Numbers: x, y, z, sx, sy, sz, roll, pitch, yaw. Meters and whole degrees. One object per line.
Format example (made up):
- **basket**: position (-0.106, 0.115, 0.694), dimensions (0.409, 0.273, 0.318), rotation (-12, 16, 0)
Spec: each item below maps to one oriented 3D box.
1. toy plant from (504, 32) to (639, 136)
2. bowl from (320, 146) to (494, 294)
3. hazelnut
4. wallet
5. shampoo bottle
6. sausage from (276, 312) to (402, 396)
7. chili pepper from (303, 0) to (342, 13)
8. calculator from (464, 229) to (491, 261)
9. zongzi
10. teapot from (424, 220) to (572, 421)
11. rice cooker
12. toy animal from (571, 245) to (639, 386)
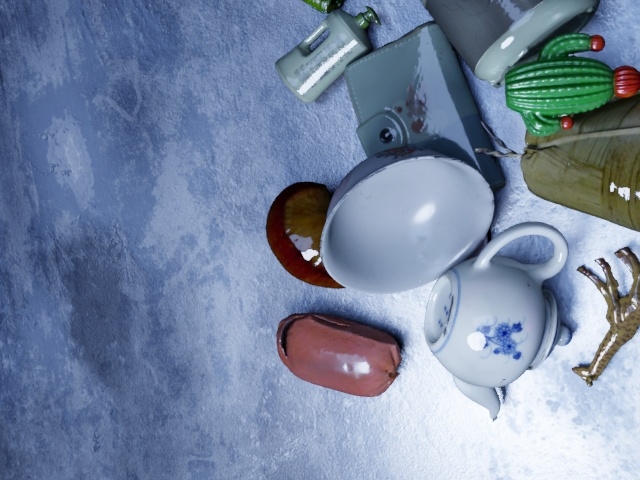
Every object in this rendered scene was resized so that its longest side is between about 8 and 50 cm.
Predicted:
- **toy plant**: position (0.435, -0.281, 1.696), dimensions (0.240, 0.088, 0.155), rotation (-28, 83, 12)
- **bowl**: position (0.143, -0.068, 1.876), dimensions (0.345, 0.345, 0.157), rotation (-44, 42, 21)
- **hazelnut**: position (0.000, 0.000, 2.032), dimensions (0.251, 0.217, 0.217), rotation (32, 109, -7)
- **wallet**: position (0.195, -0.230, 1.970), dimensions (0.252, 0.083, 0.360), rotation (-22, 90, 25)
- **shampoo bottle**: position (0.024, -0.400, 2.039), dimensions (0.234, 0.087, 0.118), rotation (-39, 82, 22)
- **sausage**: position (0.034, 0.236, 2.059), dimensions (0.279, 0.152, 0.152), rotation (15, 101, 23)
- **chili pepper**: position (-0.104, -0.588, 2.088), dimensions (0.359, 0.076, 0.085), rotation (32, 79, 15)
- **calculator**: position (0.296, 0.010, 1.986), dimensions (0.103, 0.024, 0.166), rotation (-6, 91, 25)
- **zongzi**: position (0.589, -0.250, 1.781), dimensions (0.500, 0.218, 0.467), rotation (21, 79, 33)
- **teapot**: position (0.352, 0.157, 1.871), dimensions (0.280, 0.252, 0.424), rotation (12, 112, -11)
- **rice cooker**: position (0.336, -0.456, 1.795), dimensions (0.288, 0.288, 0.277), rotation (-40, 77, 22)
- **toy animal**: position (0.555, 0.147, 1.866), dimensions (0.149, 0.054, 0.276), rotation (3, 97, 27)
